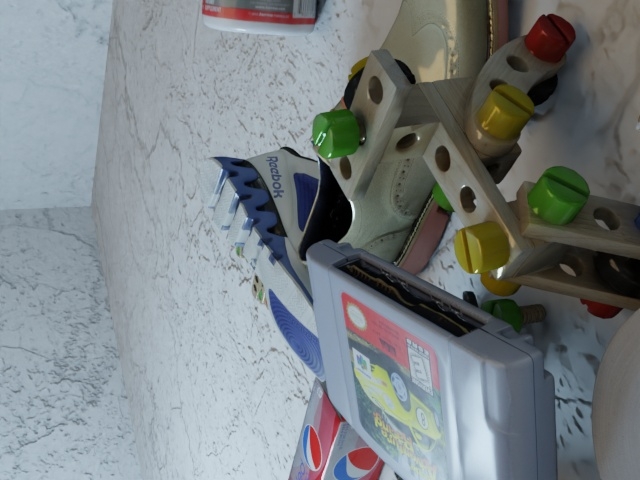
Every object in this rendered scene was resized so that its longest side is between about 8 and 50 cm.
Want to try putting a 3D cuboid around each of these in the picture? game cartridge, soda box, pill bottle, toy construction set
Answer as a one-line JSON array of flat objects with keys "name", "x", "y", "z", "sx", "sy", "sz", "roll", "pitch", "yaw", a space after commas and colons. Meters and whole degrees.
[{"name": "game cartridge", "x": 0.084, "y": 0.128, "z": 0.684, "sx": 0.294, "sy": 0.060, "sz": 0.196, "roll": 28, "pitch": 136, "yaw": 55}, {"name": "soda box", "x": 0.021, "y": 0.296, "z": 1.031, "sx": 0.083, "sy": 0.092, "sz": 0.263, "roll": -125, "pitch": 39, "yaw": -47}, {"name": "pill bottle", "x": -0.077, "y": -0.432, "z": 1.057, "sx": 0.161, "sy": 0.161, "sz": 0.283, "roll": -142, "pitch": 53, "yaw": -59}, {"name": "toy construction set", "x": 0.137, "y": -0.060, "z": 0.552, "sx": 0.309, "sy": 0.237, "sz": 0.257, "roll": 156, "pitch": 108, "yaw": -64}]

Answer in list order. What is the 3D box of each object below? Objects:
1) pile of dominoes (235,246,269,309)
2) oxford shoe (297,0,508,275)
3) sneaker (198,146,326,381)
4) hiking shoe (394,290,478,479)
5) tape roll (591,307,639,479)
[{"name": "pile of dominoes", "x": -0.083, "y": 0.038, "z": 1.285, "sx": 0.251, "sy": 0.040, "sz": 0.196, "roll": -149, "pitch": 59, "yaw": -61}, {"name": "oxford shoe", "x": 0.074, "y": -0.118, "z": 0.788, "sx": 0.140, "sy": 0.147, "sz": 0.397, "roll": -124, "pitch": 39, "yaw": -49}, {"name": "sneaker", "x": -0.001, "y": -0.001, "z": 0.976, "sx": 0.315, "sy": 0.182, "sz": 0.127, "roll": 59, "pitch": 153, "yaw": 11}, {"name": "hiking shoe", "x": 0.134, "y": 0.163, "z": 0.800, "sx": 0.114, "sy": 0.086, "sz": 0.227, "roll": -109, "pitch": 36, "yaw": -49}, {"name": "tape roll", "x": 0.274, "y": 0.134, "z": 0.480, "sx": 0.219, "sy": 0.072, "sz": 0.219, "roll": 175, "pitch": 90, "yaw": -65}]
